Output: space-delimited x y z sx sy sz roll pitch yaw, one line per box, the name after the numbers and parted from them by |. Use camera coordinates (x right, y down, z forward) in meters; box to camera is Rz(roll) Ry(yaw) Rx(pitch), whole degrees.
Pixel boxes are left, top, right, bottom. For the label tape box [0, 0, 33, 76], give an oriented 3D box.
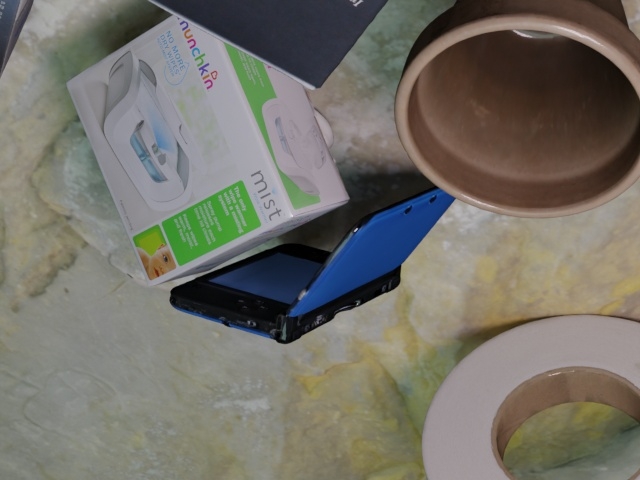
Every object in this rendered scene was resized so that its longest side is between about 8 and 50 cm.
-0.439 -0.313 1.682 0.240 0.106 0.334 22 138 -8 | label tape box

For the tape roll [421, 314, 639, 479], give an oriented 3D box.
0.322 0.257 1.889 0.392 0.392 0.072 -1 136 16 | tape roll

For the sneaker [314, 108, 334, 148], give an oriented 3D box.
-0.121 -0.074 1.849 0.292 0.118 0.110 -21 130 34 | sneaker

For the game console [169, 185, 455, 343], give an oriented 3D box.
0.000 0.000 1.807 0.250 0.293 0.173 15 108 27 | game console

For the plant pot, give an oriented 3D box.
0.218 -0.192 1.545 0.263 0.229 0.263 7 138 7 | plant pot

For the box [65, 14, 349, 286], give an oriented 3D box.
-0.127 -0.113 1.709 0.231 0.126 0.262 -24 86 35 | box

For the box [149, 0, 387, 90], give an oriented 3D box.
0.027 -0.389 1.337 0.212 0.294 0.395 27 136 -13 | box
